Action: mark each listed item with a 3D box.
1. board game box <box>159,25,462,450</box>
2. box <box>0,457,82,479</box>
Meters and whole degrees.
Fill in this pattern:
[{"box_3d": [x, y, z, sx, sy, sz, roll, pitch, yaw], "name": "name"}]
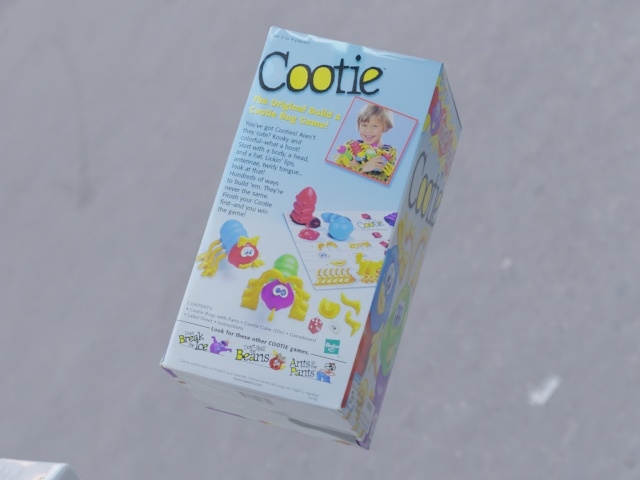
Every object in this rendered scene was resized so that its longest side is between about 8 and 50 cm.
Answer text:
[{"box_3d": [0.000, 0.000, 1.499, 0.142, 0.144, 0.275, 59, -134, -70], "name": "board game box"}, {"box_3d": [-0.186, 0.208, 1.247, 0.087, 0.101, 0.102, -3, 38, 51], "name": "box"}]
